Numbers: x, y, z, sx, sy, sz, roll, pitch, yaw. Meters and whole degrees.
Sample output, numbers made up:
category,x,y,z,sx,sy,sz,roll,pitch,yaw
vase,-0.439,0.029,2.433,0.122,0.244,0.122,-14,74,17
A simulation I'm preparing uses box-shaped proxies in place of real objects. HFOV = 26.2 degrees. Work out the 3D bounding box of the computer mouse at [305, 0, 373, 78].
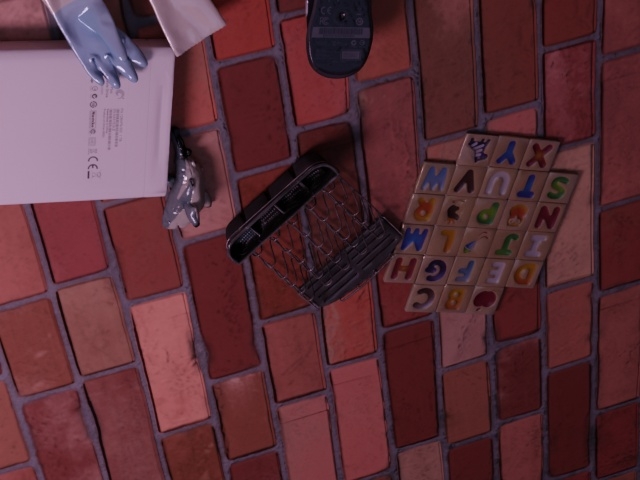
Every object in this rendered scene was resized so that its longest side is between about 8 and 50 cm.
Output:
category,x,y,z,sx,sy,sz,roll,pitch,yaw
computer mouse,0.062,-0.360,1.900,0.184,0.060,0.262,-7,114,-12

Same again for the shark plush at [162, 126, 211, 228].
category,x,y,z,sx,sy,sz,roll,pitch,yaw
shark plush,-0.206,-0.084,1.993,0.067,0.073,0.161,5,132,12

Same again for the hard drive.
category,x,y,z,sx,sy,sz,roll,pitch,yaw
hard drive,-0.381,-0.159,1.870,0.353,0.047,0.233,-4,122,-19

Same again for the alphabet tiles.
category,x,y,z,sx,sy,sz,roll,pitch,yaw
alphabet tiles,0.262,-0.021,2.241,0.285,0.011,0.343,3,122,-23

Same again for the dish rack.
category,x,y,z,sx,sy,sz,roll,pitch,yaw
dish rack,0.000,0.000,2.116,0.208,0.074,0.271,-41,128,11

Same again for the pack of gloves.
category,x,y,z,sx,sy,sz,roll,pitch,yaw
pack of gloves,-0.253,-0.320,1.781,0.195,0.046,0.232,-33,119,-4
